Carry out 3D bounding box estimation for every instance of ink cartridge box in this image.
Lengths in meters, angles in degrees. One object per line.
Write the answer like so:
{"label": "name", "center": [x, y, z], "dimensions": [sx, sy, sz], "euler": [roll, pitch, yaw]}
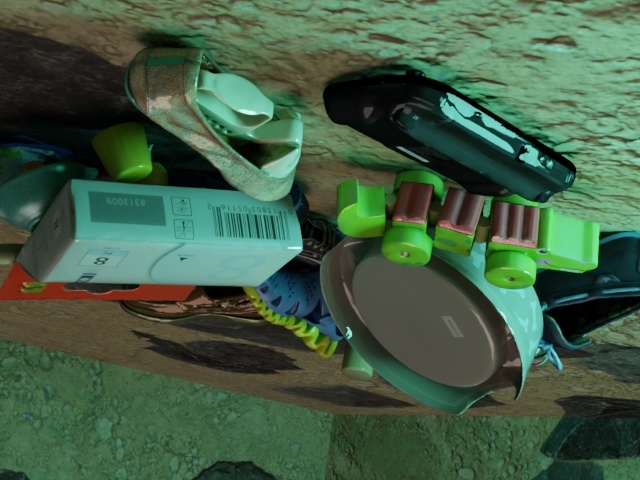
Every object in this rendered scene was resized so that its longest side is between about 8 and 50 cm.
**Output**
{"label": "ink cartridge box", "center": [-0.248, 0.044, 1.513], "dimensions": [0.308, 0.091, 0.385], "euler": [2, 154, -30]}

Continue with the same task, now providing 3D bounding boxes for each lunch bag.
{"label": "lunch bag", "center": [-0.433, -0.090, 1.551], "dimensions": [0.151, 0.096, 0.129], "euler": [-17, 179, -30]}

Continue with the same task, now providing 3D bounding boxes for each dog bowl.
{"label": "dog bowl", "center": [0.167, 0.097, 1.614], "dimensions": [0.349, 0.102, 0.348], "euler": [29, 145, 23]}

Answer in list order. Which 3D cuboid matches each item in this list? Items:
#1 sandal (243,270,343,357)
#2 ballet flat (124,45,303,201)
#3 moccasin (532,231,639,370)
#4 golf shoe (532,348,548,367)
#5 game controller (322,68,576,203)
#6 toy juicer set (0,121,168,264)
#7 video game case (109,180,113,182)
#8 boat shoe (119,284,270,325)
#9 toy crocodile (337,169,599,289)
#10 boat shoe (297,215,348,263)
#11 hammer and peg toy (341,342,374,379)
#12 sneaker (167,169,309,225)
{"label": "sandal", "center": [-0.035, 0.098, 2.044], "dimensions": [0.138, 0.126, 0.317], "euler": [-41, 141, 11]}
{"label": "ballet flat", "center": [-0.084, -0.123, 1.232], "dimensions": [0.106, 0.107, 0.316], "euler": [-9, 160, 28]}
{"label": "moccasin", "center": [0.353, 0.106, 1.642], "dimensions": [0.138, 0.116, 0.342], "euler": [20, 139, -29]}
{"label": "golf shoe", "center": [0.343, 0.201, 2.284], "dimensions": [0.273, 0.105, 0.120], "euler": [-12, 140, 38]}
{"label": "game controller", "center": [0.149, -0.114, 1.253], "dimensions": [0.166, 0.067, 0.319], "euler": [13, 173, 46]}
{"label": "toy juicer set", "center": [-0.358, -0.054, 1.480], "dimensions": [0.329, 0.089, 0.209], "euler": [-24, 167, 5]}
{"label": "video game case", "center": [-0.347, -0.070, 1.611], "dimensions": [0.122, 0.011, 0.087], "euler": [-8, -169, 8]}
{"label": "boat shoe", "center": [-0.232, 0.091, 2.131], "dimensions": [0.307, 0.110, 0.104], "euler": [1, 142, -7]}
{"label": "toy crocodile", "center": [0.186, -0.022, 1.413], "dimensions": [0.341, 0.115, 0.105], "euler": [12, 155, 6]}
{"label": "boat shoe", "center": [0.000, 0.000, 1.713], "dimensions": [0.183, 0.065, 0.083], "euler": [10, 166, -5]}
{"label": "hammer and peg toy", "center": [0.201, 0.151, 1.933], "dimensions": [0.266, 0.127, 0.361], "euler": [17, 151, -22]}
{"label": "sneaker", "center": [-0.131, -0.046, 1.578], "dimensions": [0.232, 0.081, 0.090], "euler": [3, 158, 11]}
